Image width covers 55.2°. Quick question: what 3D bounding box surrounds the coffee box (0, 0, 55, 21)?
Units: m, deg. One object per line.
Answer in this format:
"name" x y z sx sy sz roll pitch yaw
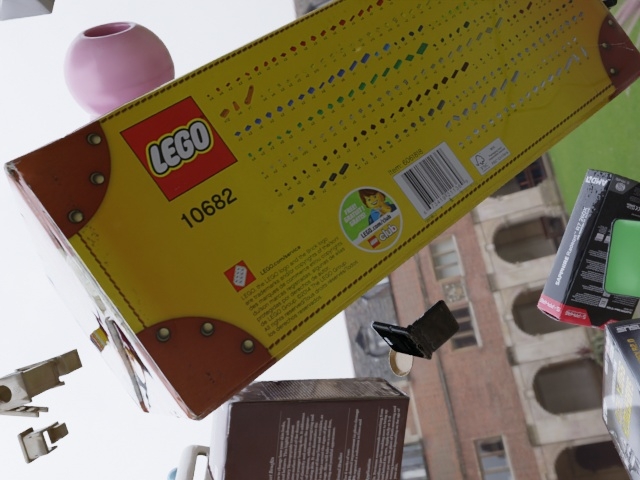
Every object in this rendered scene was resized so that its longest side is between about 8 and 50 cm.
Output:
"coffee box" -0.515 -0.544 1.014 0.168 0.119 0.297 47 -135 -65

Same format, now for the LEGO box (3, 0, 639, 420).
"LEGO box" -0.002 -0.055 0.610 0.193 0.500 0.372 55 155 0

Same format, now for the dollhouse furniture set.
"dollhouse furniture set" -0.533 0.315 1.165 0.182 0.101 0.160 -19 -88 -80

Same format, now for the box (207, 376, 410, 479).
"box" -0.023 0.391 1.240 0.143 0.382 0.191 -163 78 -66

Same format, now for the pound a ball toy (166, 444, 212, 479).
"pound a ball toy" -0.298 0.627 1.373 0.319 0.136 0.208 -125 45 -80

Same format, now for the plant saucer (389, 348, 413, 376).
"plant saucer" 0.195 0.281 1.455 0.015 0.083 0.083 9 -118 -34

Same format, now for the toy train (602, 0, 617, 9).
"toy train" 0.366 -0.324 0.896 0.027 0.158 0.036 65 171 -4

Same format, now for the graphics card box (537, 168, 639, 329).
"graphics card box" 0.704 0.031 1.502 0.094 0.233 0.370 -139 63 -66

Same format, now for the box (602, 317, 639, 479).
"box" 0.445 0.249 0.831 0.183 0.056 0.231 -92 -14 -50

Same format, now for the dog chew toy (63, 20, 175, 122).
"dog chew toy" -0.377 -0.257 1.229 0.206 0.207 0.331 -80 -14 -54

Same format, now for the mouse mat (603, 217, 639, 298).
"mouse mat" 0.643 0.041 1.153 0.007 0.190 0.152 -7 -76 -62

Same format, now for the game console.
"game console" 0.159 0.143 1.014 0.122 0.107 0.071 50 -125 -49
